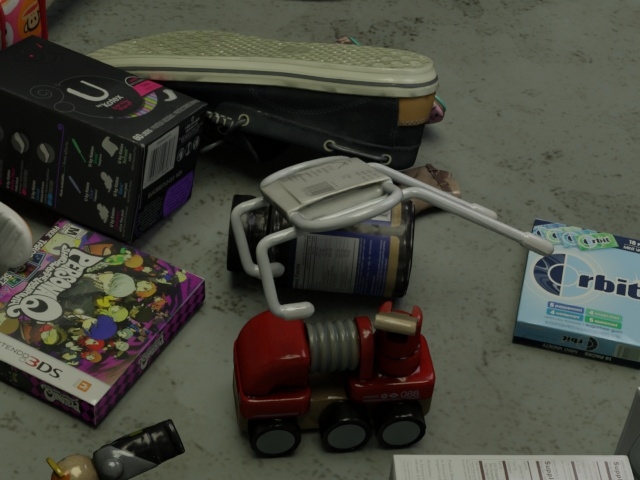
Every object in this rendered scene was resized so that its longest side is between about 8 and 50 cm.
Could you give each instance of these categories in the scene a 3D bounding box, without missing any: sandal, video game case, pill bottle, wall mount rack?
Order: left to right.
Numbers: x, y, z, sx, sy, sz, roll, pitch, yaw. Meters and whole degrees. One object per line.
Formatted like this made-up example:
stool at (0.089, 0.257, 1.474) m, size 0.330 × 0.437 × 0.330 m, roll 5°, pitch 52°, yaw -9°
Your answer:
sandal at (-0.426, -0.042, 1.846) m, size 0.265 × 0.102 × 0.076 m, roll 28°, pitch 31°, yaw 28°
video game case at (-0.282, 0.087, 1.763) m, size 0.210 × 0.042 × 0.232 m, roll 23°, pitch 47°, yaw 19°
pill bottle at (0.000, 0.000, 1.826) m, size 0.219 × 0.123 × 0.123 m, roll 6°, pitch 44°, yaw 0°
wall mount rack at (0.066, -0.020, 1.642) m, size 0.304 × 0.131 × 0.350 m, roll -17°, pitch 14°, yaw -7°

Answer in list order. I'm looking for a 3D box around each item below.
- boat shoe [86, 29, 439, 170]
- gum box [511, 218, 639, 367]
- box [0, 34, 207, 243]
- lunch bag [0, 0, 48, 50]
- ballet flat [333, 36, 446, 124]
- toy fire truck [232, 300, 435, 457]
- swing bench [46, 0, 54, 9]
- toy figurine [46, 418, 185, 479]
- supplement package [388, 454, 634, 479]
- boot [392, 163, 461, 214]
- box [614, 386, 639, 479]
boat shoe at (-0.091, -0.181, 1.973) m, size 0.500 × 0.156 × 0.187 m, roll 8°, pitch 22°, yaw 19°
gum box at (0.325, 0.062, 1.855) m, size 0.157 × 0.041 × 0.184 m, roll 12°, pitch 44°, yaw 7°
box at (-0.302, -0.132, 1.891) m, size 0.270 × 0.143 × 0.165 m, roll 22°, pitch 31°, yaw 16°
lunch bag at (-0.503, -0.324, 2.005) m, size 0.293 × 0.258 × 0.120 m, roll 25°, pitch 51°, yaw 16°
ballet flat at (0.076, -0.206, 2.089) m, size 0.079 × 0.077 × 0.221 m, roll -39°, pitch 53°, yaw -15°
toy fire truck at (0.022, 0.122, 1.615) m, size 0.217 × 0.246 × 0.158 m, roll -2°, pitch 45°, yaw -9°
swing bench at (-0.454, -0.459, 2.153) m, size 0.254 × 0.165 × 0.253 m, roll 20°, pitch 60°, yaw 25°
toy figurine at (-0.165, 0.300, 1.448) m, size 0.148 × 0.213 × 0.209 m, roll -25°, pitch 47°, yaw -7°
supplement package at (0.191, 0.307, 1.522) m, size 0.244 × 0.139 × 0.134 m, roll 0°, pitch 43°, yaw -5°
boot at (0.138, -0.056, 1.956) m, size 0.087 × 0.042 × 0.118 m, roll 1°, pitch 45°, yaw -8°
box at (0.498, 0.233, 1.643) m, size 0.262 × 0.127 × 0.231 m, roll -18°, pitch 47°, yaw -24°
